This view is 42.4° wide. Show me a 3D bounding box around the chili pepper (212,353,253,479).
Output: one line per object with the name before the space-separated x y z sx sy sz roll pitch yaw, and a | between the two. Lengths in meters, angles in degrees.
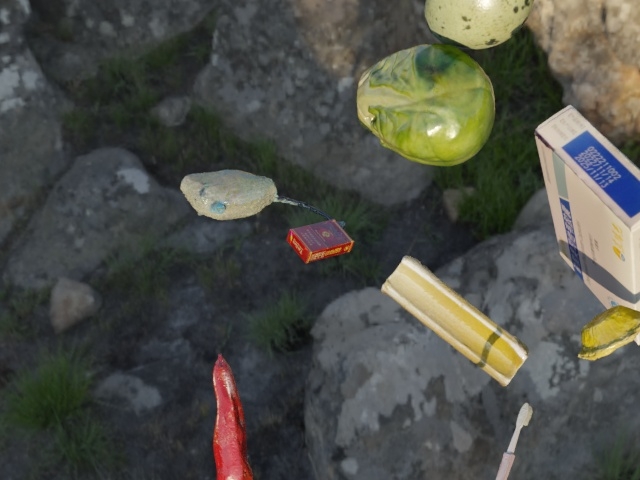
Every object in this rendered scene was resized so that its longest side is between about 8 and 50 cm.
chili pepper | -0.132 0.302 1.248 0.059 0.050 0.268 0 75 -26

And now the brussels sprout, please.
brussels sprout | 0.186 -0.250 1.503 0.271 0.220 0.210 12 0 28

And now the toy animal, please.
toy animal | -0.083 -0.054 1.231 0.252 0.070 0.079 14 85 -4

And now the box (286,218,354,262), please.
box | 0.000 0.000 1.173 0.082 0.023 0.051 -14 51 -37

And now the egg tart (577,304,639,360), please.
egg tart | 0.374 0.115 1.068 0.105 0.105 0.039 -32 83 -29

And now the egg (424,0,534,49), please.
egg | 0.277 -0.430 1.481 0.177 0.177 0.228 -33 10 -29

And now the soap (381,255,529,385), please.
soap | 0.244 0.142 1.493 0.274 0.173 0.089 38 92 11

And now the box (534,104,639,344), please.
box | 0.396 -0.010 1.143 0.065 0.343 0.200 -33 54 1

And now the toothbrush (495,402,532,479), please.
toothbrush | 0.259 0.318 1.152 0.014 0.017 0.194 1 60 52
